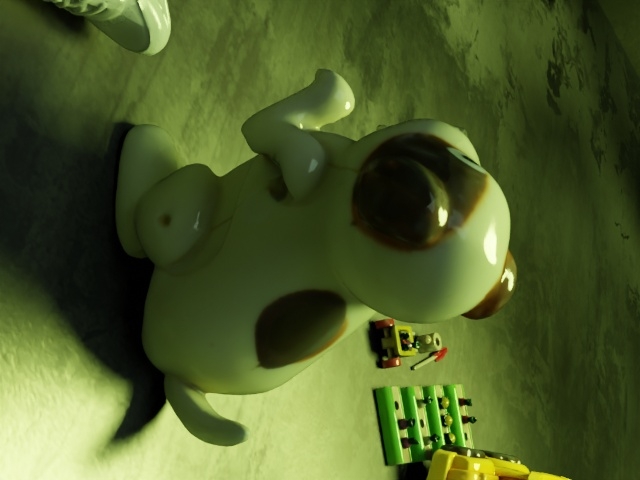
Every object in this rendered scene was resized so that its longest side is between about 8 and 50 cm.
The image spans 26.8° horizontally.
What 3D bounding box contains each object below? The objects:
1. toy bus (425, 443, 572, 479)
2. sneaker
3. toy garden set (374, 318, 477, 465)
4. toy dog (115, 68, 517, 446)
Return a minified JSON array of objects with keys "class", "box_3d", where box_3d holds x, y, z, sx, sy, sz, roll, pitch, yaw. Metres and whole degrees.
[{"class":"toy bus","box_3d":[0.273,0.377,1.882,0.220,0.211,0.149,23,75,-52]},{"class":"sneaker","box_3d":[-0.283,-0.284,1.401,0.305,0.114,0.152,46,54,-34]},{"class":"toy garden set","box_3d":[0.160,0.215,1.948,0.244,0.049,0.204,7,71,-58]},{"class":"toy dog","box_3d":[0.000,0.000,1.419,0.284,0.408,0.395,50,38,-35]}]
